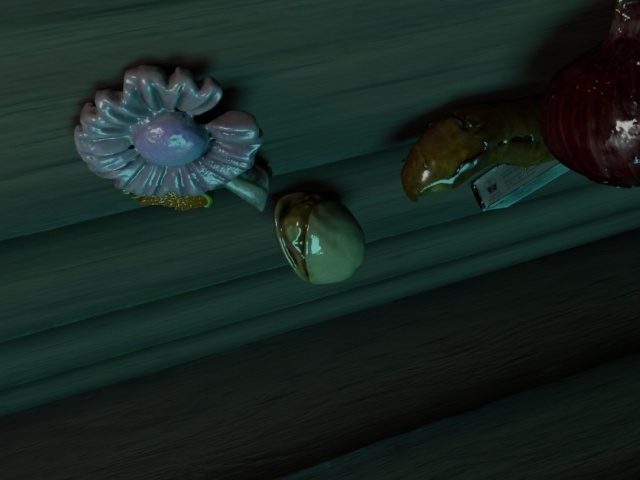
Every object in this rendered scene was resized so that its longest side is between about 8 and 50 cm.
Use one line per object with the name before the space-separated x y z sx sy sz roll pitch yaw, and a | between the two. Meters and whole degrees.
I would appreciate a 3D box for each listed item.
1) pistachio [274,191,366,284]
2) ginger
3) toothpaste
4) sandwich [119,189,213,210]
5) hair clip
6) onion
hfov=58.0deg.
pistachio | 0.000 0.000 0.941 0.144 0.143 0.215 -23 153 18
ginger | 0.254 -0.140 0.821 0.309 0.107 0.133 -17 151 -19
toothpaste | 0.408 -0.146 1.033 0.089 0.071 0.313 -11 162 -33
sandwich | -0.181 -0.063 0.729 0.067 0.029 0.135 -22 166 32
hair clip | -0.125 -0.088 0.635 0.173 0.069 0.300 -23 163 17
onion | 0.381 -0.178 0.675 0.252 0.219 0.252 -17 -151 10
